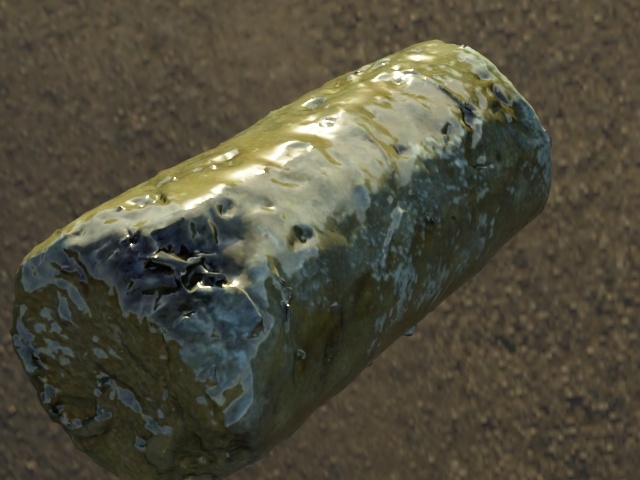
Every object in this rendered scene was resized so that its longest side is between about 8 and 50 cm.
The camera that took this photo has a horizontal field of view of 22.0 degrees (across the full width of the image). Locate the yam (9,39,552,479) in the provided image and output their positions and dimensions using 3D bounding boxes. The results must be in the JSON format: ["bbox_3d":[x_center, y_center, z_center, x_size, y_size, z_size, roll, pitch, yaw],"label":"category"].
[{"bbox_3d":[0.000,0.000,0.448,0.078,0.078,0.179,24,35,28],"label":"yam"}]
